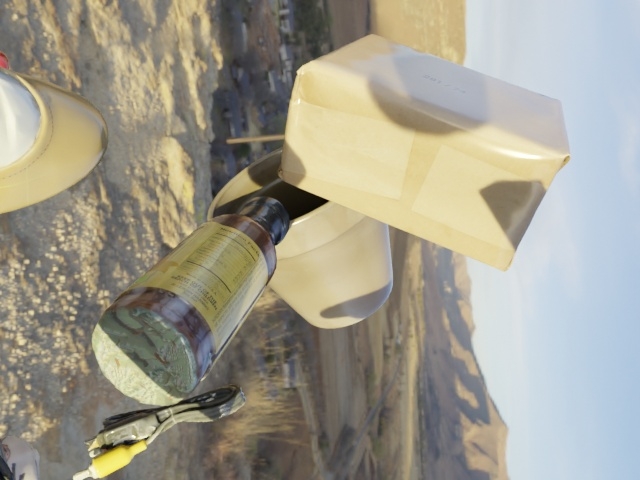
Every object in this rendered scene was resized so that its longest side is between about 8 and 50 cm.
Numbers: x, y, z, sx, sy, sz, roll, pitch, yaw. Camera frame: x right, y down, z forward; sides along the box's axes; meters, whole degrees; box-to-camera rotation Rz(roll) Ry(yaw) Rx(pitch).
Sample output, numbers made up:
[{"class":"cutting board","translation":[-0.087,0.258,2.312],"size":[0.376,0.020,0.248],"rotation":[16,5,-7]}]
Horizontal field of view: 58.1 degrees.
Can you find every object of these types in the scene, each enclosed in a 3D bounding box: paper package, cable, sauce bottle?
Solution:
[{"class":"paper package","translation":[0.152,-0.146,0.803],"size":[0.309,0.325,0.168],"rotation":[-53,163,-57]},{"class":"cable","translation":[-0.259,0.308,0.954],"size":[0.139,0.287,0.072],"rotation":[-150,-136,-80]},{"class":"sauce bottle","translation":[-0.114,0.039,0.645],"size":[0.344,0.111,0.111],"rotation":[-58,142,-65]}]

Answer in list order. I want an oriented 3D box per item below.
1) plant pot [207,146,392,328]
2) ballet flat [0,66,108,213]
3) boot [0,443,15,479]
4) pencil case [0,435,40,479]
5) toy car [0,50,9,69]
[{"class":"plant pot","translation":[0.000,0.000,1.057],"size":[0.323,0.323,0.280],"rotation":[-77,147,-55]},{"class":"ballet flat","translation":[-0.200,-0.045,0.252],"size":[0.232,0.073,0.080],"rotation":[-18,83,-38]},{"class":"boot","translation":[-0.173,0.104,0.219],"size":[0.236,0.085,0.178],"rotation":[51,-27,4]},{"class":"pencil case","translation":[-0.522,0.344,0.627],"size":[0.183,0.160,0.410],"rotation":[-60,154,10]},{"class":"toy car","translation":[-0.340,-0.120,0.555],"size":[0.182,0.159,0.136],"rotation":[-15,98,-47]}]
